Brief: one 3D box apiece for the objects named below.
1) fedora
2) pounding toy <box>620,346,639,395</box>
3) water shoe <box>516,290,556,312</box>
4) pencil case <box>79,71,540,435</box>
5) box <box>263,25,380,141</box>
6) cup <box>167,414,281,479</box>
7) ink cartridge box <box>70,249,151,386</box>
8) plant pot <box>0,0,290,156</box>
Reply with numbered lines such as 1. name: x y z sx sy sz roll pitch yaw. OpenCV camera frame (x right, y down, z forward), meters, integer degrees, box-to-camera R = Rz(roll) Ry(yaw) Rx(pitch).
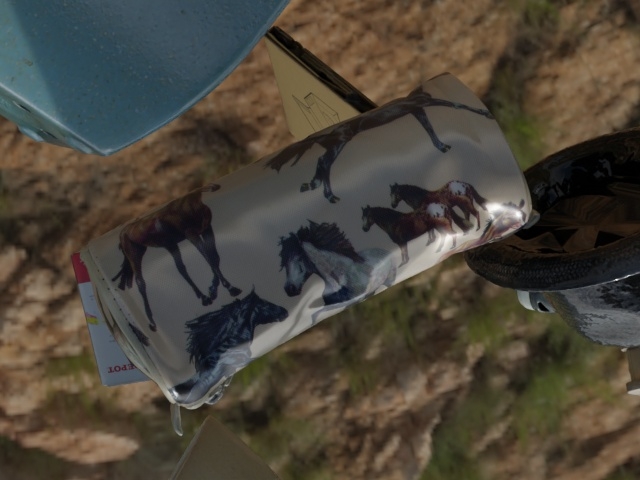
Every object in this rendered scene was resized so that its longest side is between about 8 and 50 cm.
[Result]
1. fedora: 0.309 0.009 1.340 0.334 0.334 0.152 -23 110 13
2. pounding toy: 0.536 0.170 1.930 0.269 0.154 0.154 17 148 -37
3. water shoe: 0.314 0.010 1.804 0.080 0.073 0.203 15 132 29
4. pencil case: 0.000 0.000 1.195 0.410 0.160 0.183 -27 114 -11
5. box: 0.017 -0.123 1.396 0.021 0.164 0.201 -44 157 -13
6. cup: -0.118 0.413 1.585 0.237 0.331 0.331 31 134 -1
7. ink cartridge box: -0.228 0.086 1.670 0.127 0.175 0.072 -10 -173 16
8. plant pot: -0.188 -0.210 1.035 0.248 0.247 0.252 35 80 -32
